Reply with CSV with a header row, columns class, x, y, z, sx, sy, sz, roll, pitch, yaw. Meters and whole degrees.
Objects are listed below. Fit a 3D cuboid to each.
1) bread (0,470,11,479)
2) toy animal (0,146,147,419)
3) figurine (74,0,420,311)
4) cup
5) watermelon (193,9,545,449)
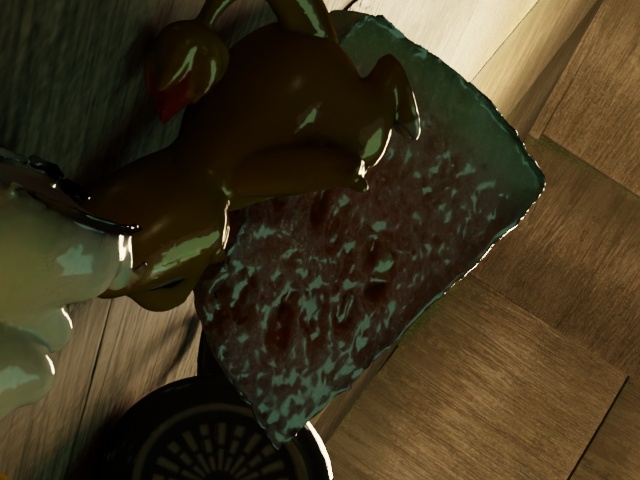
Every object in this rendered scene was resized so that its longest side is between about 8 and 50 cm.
class,x,y,z,sx,sy,sz,roll,pitch,yaw
bread,-0.176,0.201,0.261,0.165,0.236,0.375,-49,-178,39
toy animal,-0.123,0.033,0.486,0.124,0.071,0.085,-58,172,7
figurine,-0.049,-0.047,0.613,0.176,0.121,0.122,-46,141,-11
cup,-0.079,0.168,1.007,0.176,0.169,0.223,112,-17,-69
watermelon,0.000,0.000,0.849,0.139,0.193,0.257,-10,-137,57
